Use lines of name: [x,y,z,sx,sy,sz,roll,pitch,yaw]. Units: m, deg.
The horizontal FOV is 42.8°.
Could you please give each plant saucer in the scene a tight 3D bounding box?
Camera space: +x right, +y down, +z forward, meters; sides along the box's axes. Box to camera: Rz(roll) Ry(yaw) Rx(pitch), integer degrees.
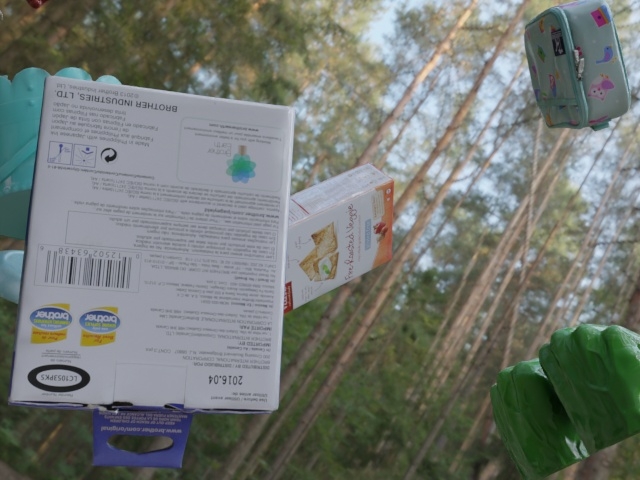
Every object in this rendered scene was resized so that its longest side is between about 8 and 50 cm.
plant saucer: [-0.529,0.060,1.486,0.195,0.037,0.195,23,14,-6]

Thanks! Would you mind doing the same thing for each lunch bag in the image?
lunch bag: [0.451,-0.305,1.461,0.279,0.108,0.224,-79,157,-82]

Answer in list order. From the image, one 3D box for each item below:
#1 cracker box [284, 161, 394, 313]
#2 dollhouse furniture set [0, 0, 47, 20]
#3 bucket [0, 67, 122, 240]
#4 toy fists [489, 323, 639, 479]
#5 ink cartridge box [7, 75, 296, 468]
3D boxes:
cracker box: [0.000,0.000,1.204,0.067,0.232,0.156,42,-34,40]
dollhouse furniture set: [-0.498,-0.555,1.314,0.152,0.201,0.374,-117,-150,-47]
bucket: [-0.403,-0.120,1.256,0.281,0.183,0.281,-7,-18,-2]
toy fists: [0.305,0.193,1.001,0.142,0.096,0.279,66,-27,21]
ink cartridge box: [-0.181,0.046,0.883,0.270,0.395,0.151,5,-11,-14]
